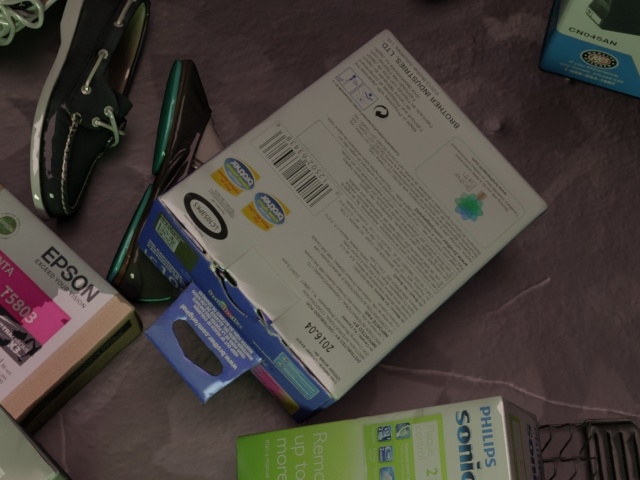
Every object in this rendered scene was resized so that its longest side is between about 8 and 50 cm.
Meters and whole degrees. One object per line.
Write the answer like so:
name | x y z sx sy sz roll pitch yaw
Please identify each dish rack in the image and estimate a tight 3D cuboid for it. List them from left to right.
dish rack | 0.235 0.279 1.254 0.271 0.074 0.208 -2 71 -5

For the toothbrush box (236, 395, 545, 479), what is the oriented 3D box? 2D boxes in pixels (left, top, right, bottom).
toothbrush box | 0.070 0.278 1.156 0.283 0.122 0.206 -11 68 22

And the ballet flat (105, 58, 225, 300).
ballet flat | -0.158 -0.062 1.350 0.096 0.095 0.280 18 80 -15

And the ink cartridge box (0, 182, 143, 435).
ink cartridge box | -0.341 0.073 1.285 0.235 0.088 0.193 41 74 12

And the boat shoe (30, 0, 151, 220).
boat shoe | -0.258 -0.162 1.363 0.091 0.114 0.302 5 70 4

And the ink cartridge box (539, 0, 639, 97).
ink cartridge box | 0.432 -0.308 1.312 0.285 0.395 0.166 17 69 3

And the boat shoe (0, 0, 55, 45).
boat shoe | -0.356 -0.287 1.353 0.367 0.136 0.156 -35 37 -9

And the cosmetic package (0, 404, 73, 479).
cosmetic package | -0.307 0.246 1.145 0.127 0.238 0.107 -42 75 -14

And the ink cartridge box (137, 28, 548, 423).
ink cartridge box | 0.000 0.000 1.259 0.395 0.151 0.270 -40 85 -26
